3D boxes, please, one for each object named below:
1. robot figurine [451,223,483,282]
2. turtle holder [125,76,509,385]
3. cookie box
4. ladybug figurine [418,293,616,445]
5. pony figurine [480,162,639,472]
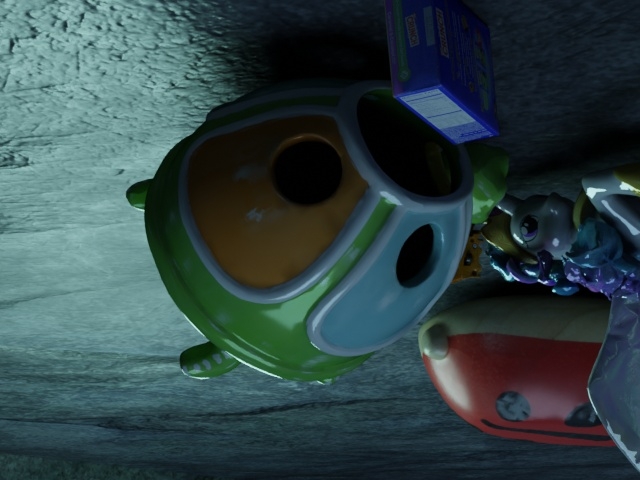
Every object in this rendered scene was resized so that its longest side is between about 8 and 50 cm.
[{"bbox_3d":[0.000,0.000,1.425,0.291,0.085,0.211,4,-179,-14],"label":"robot figurine"},{"bbox_3d":[0.025,-0.011,1.189,0.320,0.243,0.227,23,135,-33],"label":"turtle holder"},{"bbox_3d":[0.088,-0.130,1.048,0.040,0.092,0.107,-13,158,26],"label":"cookie box"},{"bbox_3d":[0.328,0.176,1.883,0.449,0.162,0.305,8,161,-22],"label":"ladybug figurine"},{"bbox_3d":[0.339,0.021,1.330,0.351,0.303,0.363,40,153,-14],"label":"pony figurine"}]
